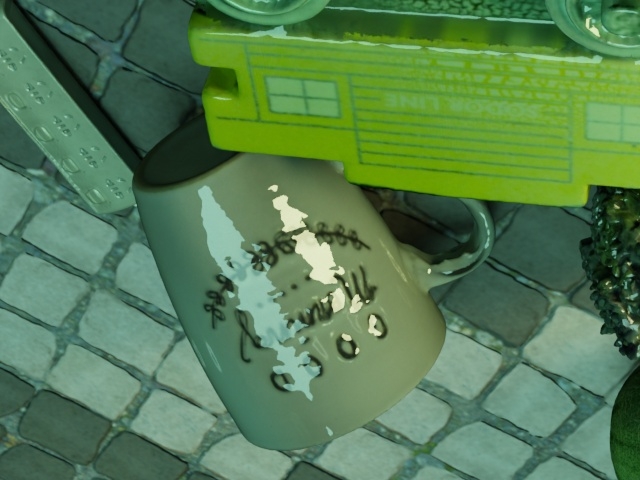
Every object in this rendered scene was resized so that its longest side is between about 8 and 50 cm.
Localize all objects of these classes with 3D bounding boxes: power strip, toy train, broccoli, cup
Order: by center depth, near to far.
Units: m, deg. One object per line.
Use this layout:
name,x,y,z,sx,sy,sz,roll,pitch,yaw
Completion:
toy train,0.099,-0.156,1.182,0.442,0.179,0.272,6,141,13
broccoli,0.339,-0.006,1.272,0.304,0.145,0.165,-9,136,9
cup,0.000,0.000,1.371,0.258,0.186,0.234,-26,114,4
power strip,-0.217,-0.112,1.418,0.060,0.027,0.252,-19,123,32

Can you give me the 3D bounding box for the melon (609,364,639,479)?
melon,0.363,0.165,1.364,0.288,0.182,0.182,12,136,32
